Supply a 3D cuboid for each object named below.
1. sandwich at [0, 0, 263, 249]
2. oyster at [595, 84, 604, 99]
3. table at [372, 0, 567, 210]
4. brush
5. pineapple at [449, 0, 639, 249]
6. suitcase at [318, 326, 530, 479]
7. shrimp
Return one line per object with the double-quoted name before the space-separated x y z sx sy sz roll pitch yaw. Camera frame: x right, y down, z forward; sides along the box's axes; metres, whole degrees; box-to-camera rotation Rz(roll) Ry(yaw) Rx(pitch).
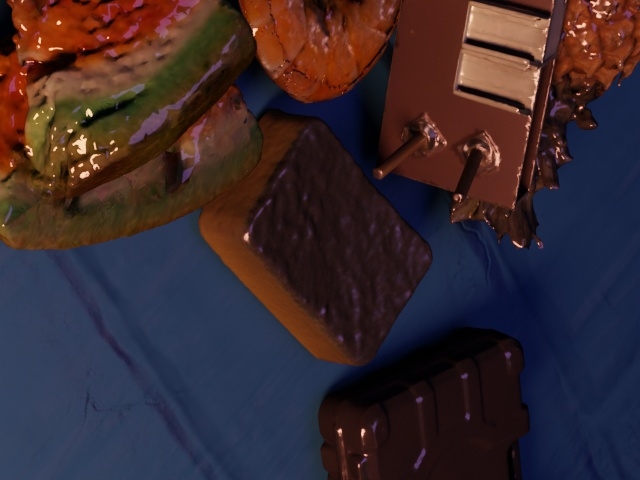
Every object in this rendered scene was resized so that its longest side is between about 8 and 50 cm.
"sandwich" -0.114 -0.147 1.318 0.250 0.162 0.301 -12 109 -47
"oyster" 0.239 -0.156 1.758 0.083 0.019 0.054 19 85 -45
"table" 0.107 -0.142 1.496 0.111 0.121 0.240 -40 143 -58
"brush" 0.000 0.000 1.527 0.197 0.059 0.123 48 64 -39
"pineapple" 0.198 -0.173 1.606 0.202 0.202 0.362 -3 112 -44
"suitcase" 0.099 0.234 1.666 0.206 0.066 0.285 -23 114 -40
"shrimp" 0.016 -0.253 1.480 0.222 0.054 0.290 44 66 -50
